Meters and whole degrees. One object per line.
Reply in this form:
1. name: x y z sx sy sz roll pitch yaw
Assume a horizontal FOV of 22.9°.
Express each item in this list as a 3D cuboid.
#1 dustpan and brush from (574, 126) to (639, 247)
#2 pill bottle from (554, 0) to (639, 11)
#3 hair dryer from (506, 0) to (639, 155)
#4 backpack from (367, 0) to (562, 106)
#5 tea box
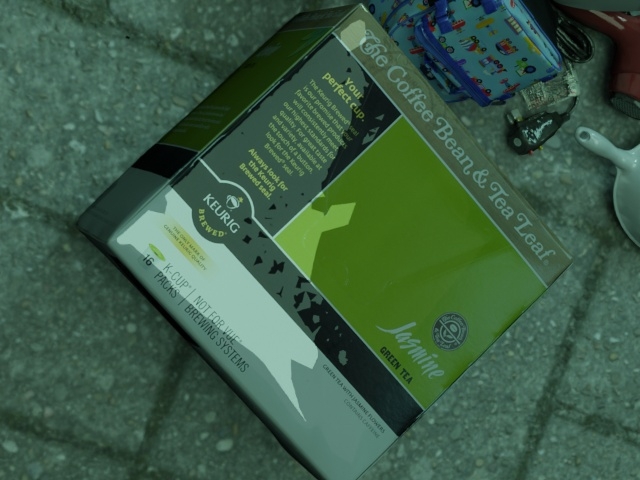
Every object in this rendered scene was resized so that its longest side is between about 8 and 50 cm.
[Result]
1. dustpan and brush: 0.349 -0.071 1.685 0.211 0.060 0.147 23 104 -42
2. pill bottle: 0.301 -0.400 1.576 0.181 0.181 0.323 4 87 -17
3. hair dryer: 0.306 -0.230 1.661 0.293 0.080 0.223 -19 100 -14
4. backpack: 0.135 -0.203 1.561 0.173 0.117 0.158 -20 134 25
5. tea box: 0.000 0.000 1.519 0.323 0.220 0.329 -43 105 -8
